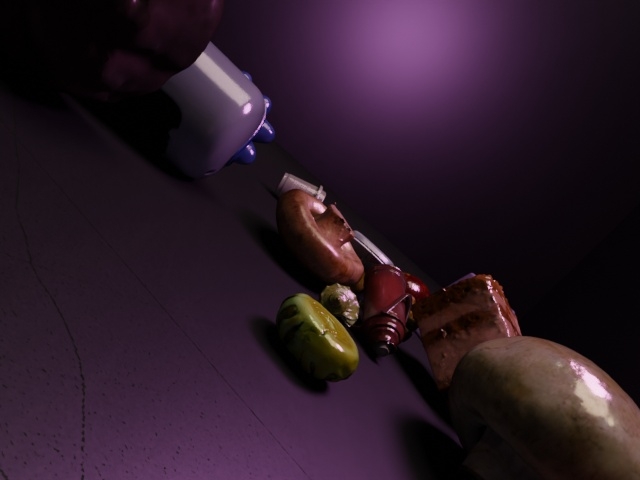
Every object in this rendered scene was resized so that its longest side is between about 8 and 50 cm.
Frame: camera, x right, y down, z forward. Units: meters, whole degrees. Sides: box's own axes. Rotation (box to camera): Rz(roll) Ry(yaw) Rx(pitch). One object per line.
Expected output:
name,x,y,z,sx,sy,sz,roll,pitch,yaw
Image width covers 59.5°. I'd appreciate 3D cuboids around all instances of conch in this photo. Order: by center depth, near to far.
conch,0.038,0.129,1.088,0.089,0.074,0.121,61,-8,17

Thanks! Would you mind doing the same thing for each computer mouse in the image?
computer mouse,0.110,0.060,1.497,0.159,0.097,0.288,44,-2,5

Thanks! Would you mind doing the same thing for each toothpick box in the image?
toothpick box,-0.257,-0.286,1.106,0.354,0.263,0.263,43,9,-7

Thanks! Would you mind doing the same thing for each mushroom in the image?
mushroom,0.340,0.314,0.867,0.352,0.260,0.352,46,-17,19
mushroom,0.000,0.000,1.233,0.278,0.146,0.278,51,10,-13

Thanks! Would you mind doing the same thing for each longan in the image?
longan,0.078,0.097,1.387,0.075,0.075,0.083,48,-31,31

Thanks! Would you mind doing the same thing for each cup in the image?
cup,-0.068,-0.140,1.715,0.141,0.120,0.120,29,12,-11

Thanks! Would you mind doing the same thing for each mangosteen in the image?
mangosteen,0.181,0.165,1.344,0.145,0.181,0.156,-8,-50,41

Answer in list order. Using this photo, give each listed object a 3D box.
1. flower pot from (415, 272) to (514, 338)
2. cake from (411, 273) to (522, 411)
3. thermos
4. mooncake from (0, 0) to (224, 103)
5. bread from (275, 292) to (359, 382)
flower pot,0.430,0.237,1.670,0.265,0.243,0.265,42,6,-6
cake,0.334,0.245,1.175,0.196,0.198,0.293,51,21,-40
thermos,0.125,0.150,1.151,0.124,0.099,0.232,6,33,6
mooncake,-0.351,-0.396,0.861,0.381,0.351,0.212,17,8,19
bread,-0.007,0.138,0.785,0.139,0.071,0.130,45,12,2
